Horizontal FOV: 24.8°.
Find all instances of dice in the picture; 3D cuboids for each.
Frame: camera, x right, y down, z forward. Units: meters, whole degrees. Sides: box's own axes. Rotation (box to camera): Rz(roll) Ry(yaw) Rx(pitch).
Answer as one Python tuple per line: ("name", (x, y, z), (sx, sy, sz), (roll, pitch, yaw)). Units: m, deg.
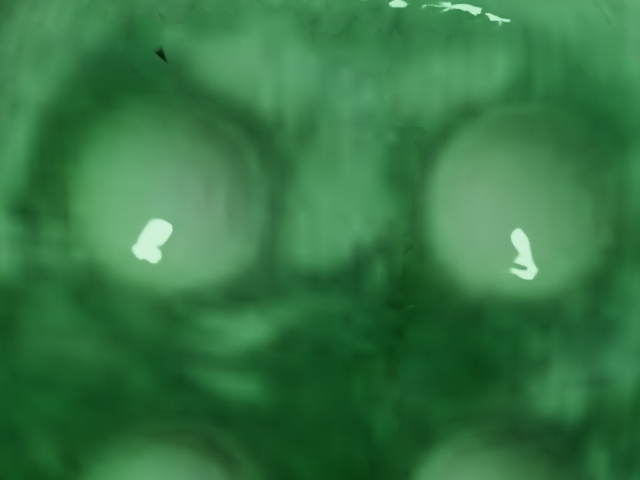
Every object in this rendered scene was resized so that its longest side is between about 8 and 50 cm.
("dice", (0.000, 0.000, 0.743), (0.328, 0.348, 0.330), (1, 20, -2))
